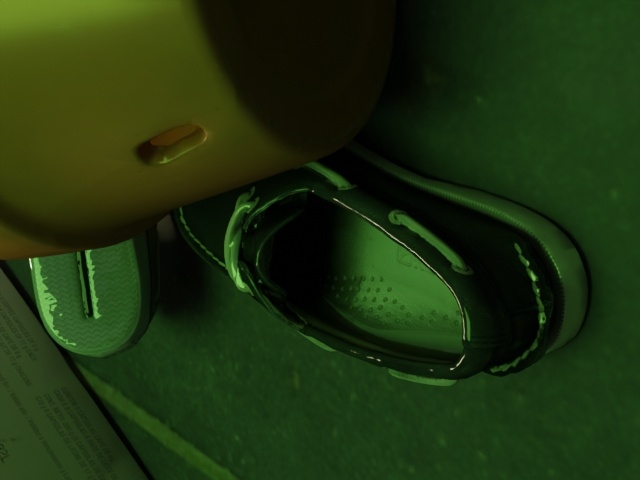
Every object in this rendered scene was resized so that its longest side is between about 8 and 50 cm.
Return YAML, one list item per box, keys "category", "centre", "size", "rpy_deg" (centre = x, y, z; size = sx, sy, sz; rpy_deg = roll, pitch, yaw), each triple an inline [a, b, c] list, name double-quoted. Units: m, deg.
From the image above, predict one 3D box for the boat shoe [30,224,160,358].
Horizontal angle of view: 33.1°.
- category: "boat shoe"
  centre: [-0.168, -0.069, 0.769]
  size: [0.094, 0.109, 0.302]
  rpy_deg: [-6, -86, -88]

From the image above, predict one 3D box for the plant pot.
- category: "plant pot"
  centre: [-0.092, -0.135, 0.555]
  size: [0.203, 0.291, 0.291]
  rpy_deg: [-1, 102, 30]

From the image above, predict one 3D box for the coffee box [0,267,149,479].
- category: "coffee box"
  centre: [-0.391, 0.266, 0.934]
  size: [0.338, 0.338, 0.334]
  rpy_deg: [49, 133, 26]

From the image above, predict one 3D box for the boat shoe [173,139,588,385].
- category: "boat shoe"
  centre: [0.000, 0.000, 0.612]
  size: [0.302, 0.091, 0.114]
  rpy_deg: [12, 110, 45]
